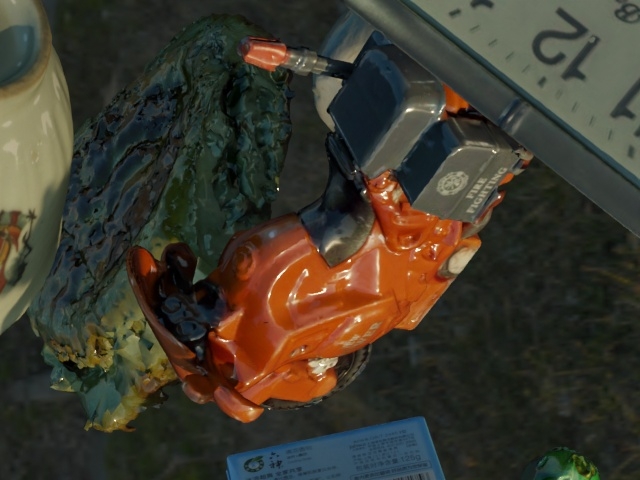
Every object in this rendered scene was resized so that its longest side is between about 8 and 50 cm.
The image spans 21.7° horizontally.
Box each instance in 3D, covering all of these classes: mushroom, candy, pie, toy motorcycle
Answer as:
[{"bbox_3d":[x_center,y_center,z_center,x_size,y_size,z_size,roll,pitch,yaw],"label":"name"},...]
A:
[{"bbox_3d":[0.068,-0.198,1.585,0.116,0.093,0.225,19,80,38],"label":"mushroom"},{"bbox_3d":[0.242,0.399,1.993,0.097,0.097,0.323,28,96,37],"label":"candy"},{"bbox_3d":[-0.133,-0.026,1.335,0.288,0.103,0.355,-17,58,54],"label":"pie"},{"bbox_3d":[0.000,0.000,1.070,0.326,0.221,0.148,-55,46,31],"label":"toy motorcycle"}]

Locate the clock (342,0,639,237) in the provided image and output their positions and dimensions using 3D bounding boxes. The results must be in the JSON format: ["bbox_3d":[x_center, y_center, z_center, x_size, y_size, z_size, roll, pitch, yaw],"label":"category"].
[{"bbox_3d":[0.182,-0.166,0.868,0.273,0.049,0.279,40,102,8],"label":"clock"}]

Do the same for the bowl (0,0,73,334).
[{"bbox_3d":[-0.269,-0.107,1.035,0.157,0.337,0.337,-39,66,37],"label":"bowl"}]

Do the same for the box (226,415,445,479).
[{"bbox_3d":[0.022,0.289,1.838,0.143,0.232,0.083,-107,7,-49],"label":"box"}]
